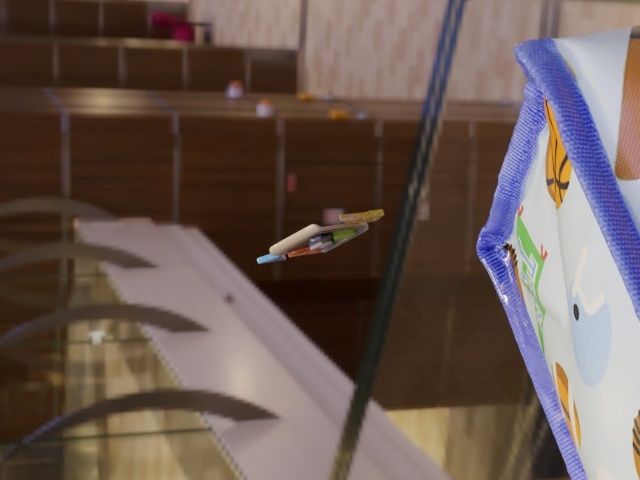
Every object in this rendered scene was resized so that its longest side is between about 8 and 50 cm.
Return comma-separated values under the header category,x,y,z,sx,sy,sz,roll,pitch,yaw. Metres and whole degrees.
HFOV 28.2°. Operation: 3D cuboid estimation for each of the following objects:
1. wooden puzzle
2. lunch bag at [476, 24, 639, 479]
category,x,y,z,sx,sy,sz,roll,pitch,yaw
wooden puzzle,0.000,0.000,1.175,0.116,0.079,0.014,-31,71,47
lunch bag,0.277,0.075,0.511,0.239,0.328,0.385,83,173,-61
